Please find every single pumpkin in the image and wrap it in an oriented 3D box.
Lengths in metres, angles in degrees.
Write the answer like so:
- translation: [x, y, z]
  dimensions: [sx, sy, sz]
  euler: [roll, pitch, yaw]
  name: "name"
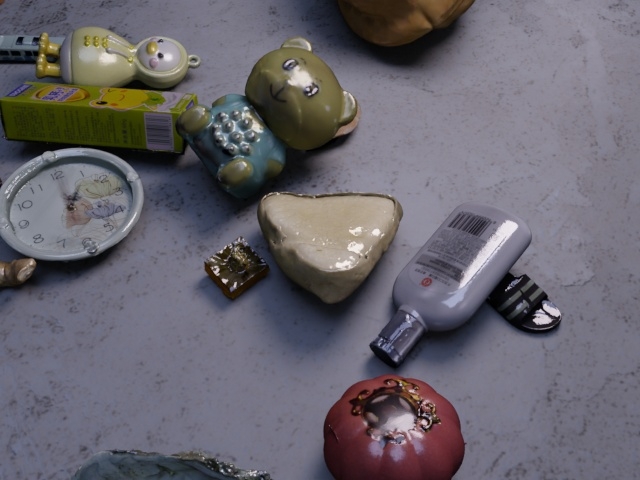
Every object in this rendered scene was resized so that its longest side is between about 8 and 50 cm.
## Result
- translation: [-0.129, 0.040, 1.106]
  dimensions: [0.083, 0.054, 0.074]
  euler: [-36, 66, -28]
  name: "pumpkin"

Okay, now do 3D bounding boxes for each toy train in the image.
- translation: [-0.600, -0.378, 1.407]
  dimensions: [0.207, 0.047, 0.043]
  euler: [0, 53, -1]
  name: "toy train"

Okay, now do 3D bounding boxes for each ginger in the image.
- translation: [-0.570, 0.074, 1.075]
  dimensions: [0.288, 0.075, 0.089]
  euler: [-10, 87, -9]
  name: "ginger"

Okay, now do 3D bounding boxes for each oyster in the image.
- translation: [-0.179, 0.320, 0.886]
  dimensions: [0.252, 0.087, 0.199]
  euler: [-30, 69, -11]
  name: "oyster"

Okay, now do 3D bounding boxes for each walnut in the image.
- translation: [0.149, -0.575, 1.373]
  dimensions: [0.384, 0.383, 0.383]
  euler: [0, 55, 0]
  name: "walnut"

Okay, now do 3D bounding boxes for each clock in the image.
- translation: [-0.407, -0.052, 1.168]
  dimensions: [0.236, 0.053, 0.236]
  euler: [2, 53, -2]
  name: "clock"

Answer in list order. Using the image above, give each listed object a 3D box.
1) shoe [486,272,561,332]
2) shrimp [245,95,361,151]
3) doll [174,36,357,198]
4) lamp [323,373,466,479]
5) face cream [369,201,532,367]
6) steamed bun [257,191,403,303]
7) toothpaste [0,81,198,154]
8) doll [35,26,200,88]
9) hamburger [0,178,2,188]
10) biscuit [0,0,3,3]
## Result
- translation: [0.285, 0.071, 1.084]
  dimensions: [0.071, 0.049, 0.179]
  euler: [-39, 63, -23]
  name: "shoe"
- translation: [-0.036, -0.224, 1.298]
  dimensions: [0.219, 0.046, 0.152]
  euler: [2, 52, 1]
  name: "shrimp"
- translation: [-0.082, -0.200, 1.172]
  dimensions: [0.261, 0.161, 0.177]
  euler: [-39, 79, 3]
  name: "doll"
- translation: [0.092, 0.258, 0.907]
  dimensions: [0.182, 0.140, 0.182]
  euler: [-1, 36, 1]
  name: "lamp"
- translation: [0.184, 0.065, 1.059]
  dimensions: [0.144, 0.071, 0.291]
  euler: [23, 63, 44]
  name: "face cream"
- translation: [0.009, 0.017, 1.087]
  dimensions: [0.231, 0.110, 0.212]
  euler: [2, 37, 5]
  name: "steamed bun"
- translation: [-0.381, -0.217, 1.251]
  dimensions: [0.327, 0.077, 0.110]
  euler: [5, 31, 4]
  name: "toothpaste"
- translation: [-0.375, -0.339, 1.335]
  dimensions: [0.296, 0.117, 0.141]
  euler: [-6, 58, -4]
  name: "doll"
- translation: [-0.639, -0.075, 1.160]
  dimensions: [0.231, 0.107, 0.231]
  euler: [-5, 53, 6]
  name: "hamburger"
- translation: [-0.729, -0.526, 1.528]
  dimensions: [0.102, 0.019, 0.130]
  euler: [28, 58, 17]
  name: "biscuit"
